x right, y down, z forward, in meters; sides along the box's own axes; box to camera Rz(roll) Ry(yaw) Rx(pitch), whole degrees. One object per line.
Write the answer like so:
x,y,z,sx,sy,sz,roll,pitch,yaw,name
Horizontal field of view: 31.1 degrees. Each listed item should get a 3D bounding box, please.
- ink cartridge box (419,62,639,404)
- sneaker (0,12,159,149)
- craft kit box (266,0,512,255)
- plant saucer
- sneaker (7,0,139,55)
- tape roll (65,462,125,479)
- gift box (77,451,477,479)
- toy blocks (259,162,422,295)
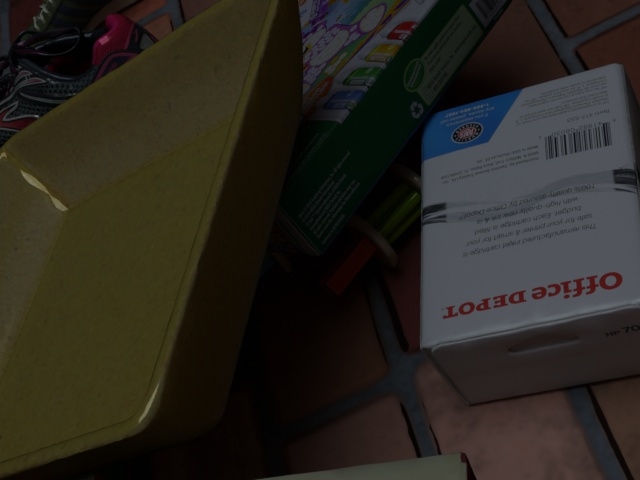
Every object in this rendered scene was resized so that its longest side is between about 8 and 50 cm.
0.141,-0.005,0.730,0.140,0.082,0.190,-13,51,23,ink cartridge box
-0.262,-0.138,1.061,0.299,0.112,0.120,-12,50,24,sneaker
-0.016,-0.100,0.860,0.247,0.061,0.250,-1,47,56,craft kit box
-0.141,0.024,0.726,0.333,0.081,0.332,-22,41,38,plant saucer
-0.254,-0.252,1.164,0.192,0.086,0.064,-36,45,1,sneaker
-0.298,0.195,0.840,0.321,0.077,0.321,-16,49,20,tape roll
-0.030,0.245,0.527,0.258,0.255,0.276,-11,44,12,gift box
0.000,0.000,0.831,0.148,0.054,0.123,-46,45,-8,toy blocks
